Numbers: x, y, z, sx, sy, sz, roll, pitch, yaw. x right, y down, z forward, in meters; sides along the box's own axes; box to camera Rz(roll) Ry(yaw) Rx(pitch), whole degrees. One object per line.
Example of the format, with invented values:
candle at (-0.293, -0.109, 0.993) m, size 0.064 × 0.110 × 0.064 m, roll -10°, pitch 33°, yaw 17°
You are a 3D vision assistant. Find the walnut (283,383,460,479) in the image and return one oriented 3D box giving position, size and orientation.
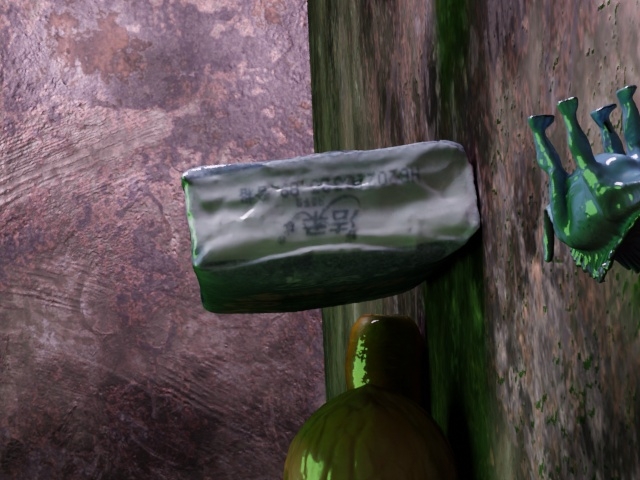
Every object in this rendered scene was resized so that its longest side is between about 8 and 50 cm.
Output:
walnut at (0.046, 0.229, 1.101) m, size 0.167 × 0.167 × 0.207 m, roll -115°, pitch 24°, yaw -81°

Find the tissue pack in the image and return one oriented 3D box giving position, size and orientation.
tissue pack at (0.000, 0.000, 1.096) m, size 0.316 × 0.228 × 0.103 m, roll 111°, pitch 151°, yaw -80°

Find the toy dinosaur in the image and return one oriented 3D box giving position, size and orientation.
toy dinosaur at (0.125, -0.022, 0.554) m, size 0.197 × 0.045 × 0.080 m, roll 129°, pitch 128°, yaw -79°

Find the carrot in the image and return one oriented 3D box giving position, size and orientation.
carrot at (0.069, 0.173, 1.288) m, size 0.087 × 0.087 × 0.193 m, roll 165°, pitch 102°, yaw -86°
